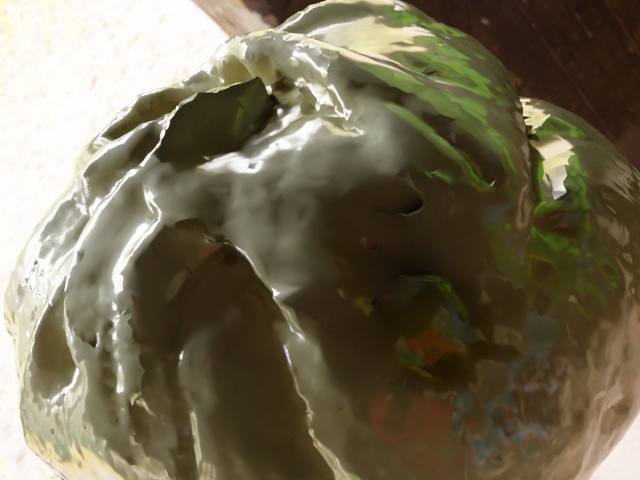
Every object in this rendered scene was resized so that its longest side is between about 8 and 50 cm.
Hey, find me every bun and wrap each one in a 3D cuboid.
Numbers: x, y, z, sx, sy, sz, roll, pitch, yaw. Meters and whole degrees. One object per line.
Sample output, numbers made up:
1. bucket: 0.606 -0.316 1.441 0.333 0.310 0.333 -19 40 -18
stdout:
1. bun: 0.000 0.000 0.468 0.365 0.219 0.365 -15 36 11
